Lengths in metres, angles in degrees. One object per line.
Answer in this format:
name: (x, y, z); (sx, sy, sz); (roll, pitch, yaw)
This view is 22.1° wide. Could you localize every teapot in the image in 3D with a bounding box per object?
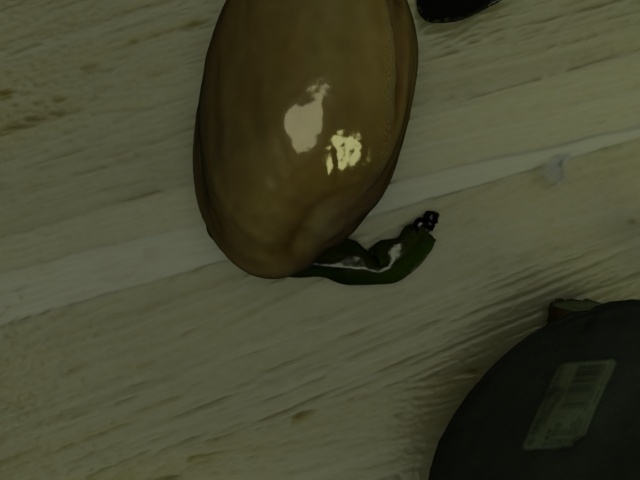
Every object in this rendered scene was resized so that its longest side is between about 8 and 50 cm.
teapot: (0.294, 0.216, 1.232); (0.362, 0.306, 0.376); (46, 55, -26)

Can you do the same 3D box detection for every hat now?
hat: (0.132, -0.223, 1.349); (0.121, 0.050, 0.121); (-17, 63, 36)

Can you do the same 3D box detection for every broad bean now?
broad bean: (0.003, 0.008, 1.361); (0.195, 0.046, 0.061); (-2, 79, -4)

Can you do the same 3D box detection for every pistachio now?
pistachio: (-0.014, -0.113, 1.299); (0.182, 0.162, 0.293); (3, 81, 35)

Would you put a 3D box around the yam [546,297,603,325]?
yam: (0.200, 0.173, 1.354); (0.061, 0.061, 0.252); (7, 90, 0)
